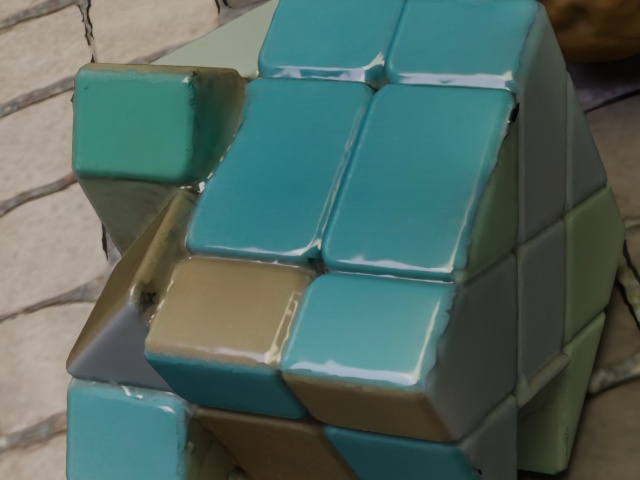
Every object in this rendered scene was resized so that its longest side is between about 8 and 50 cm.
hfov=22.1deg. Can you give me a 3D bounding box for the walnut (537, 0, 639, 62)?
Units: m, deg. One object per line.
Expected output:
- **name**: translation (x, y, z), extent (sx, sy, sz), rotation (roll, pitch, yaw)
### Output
- **walnut**: translation (0.138, -0.224, 0.818), extent (0.257, 0.257, 0.224), rotation (-37, 47, -11)

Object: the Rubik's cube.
- **Rubik's cube**: translation (0.000, 0.000, 0.708), extent (0.213, 0.224, 0.265), rotation (6, 60, 27)
